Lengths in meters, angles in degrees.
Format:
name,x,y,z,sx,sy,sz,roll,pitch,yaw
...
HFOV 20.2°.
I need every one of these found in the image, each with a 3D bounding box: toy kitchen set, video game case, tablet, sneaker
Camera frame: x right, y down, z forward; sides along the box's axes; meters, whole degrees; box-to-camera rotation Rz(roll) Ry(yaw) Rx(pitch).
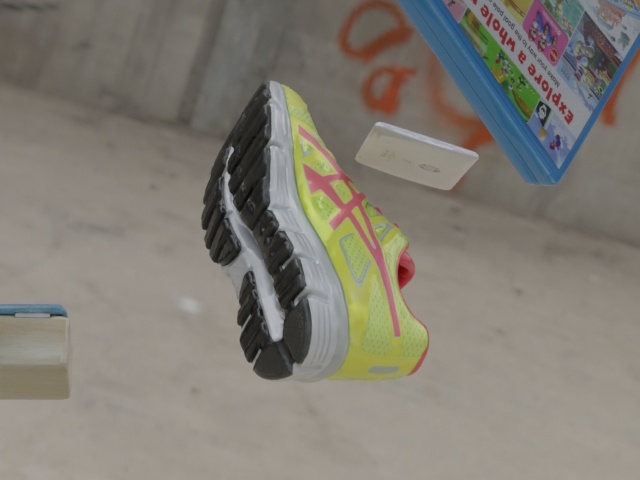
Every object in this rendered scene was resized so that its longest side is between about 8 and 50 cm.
name,x,y,z,sx,sy,sz,roll,pitch,yaw
toy kitchen set,-0.210,-0.020,1.071,0.122,0.207,0.166,1,62,-5
video game case,0.083,-0.119,0.600,0.015,0.166,0.119,4,-38,46
tablet,0.048,-0.042,0.914,0.054,0.006,0.083,18,-10,-3
sneaker,0.000,0.000,0.921,0.094,0.081,0.208,13,40,-25
